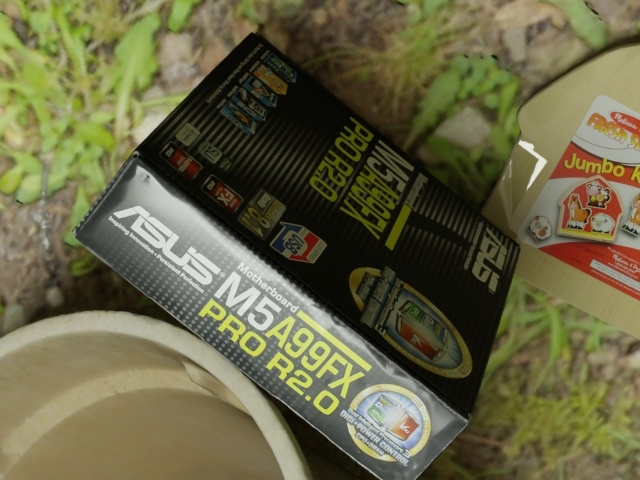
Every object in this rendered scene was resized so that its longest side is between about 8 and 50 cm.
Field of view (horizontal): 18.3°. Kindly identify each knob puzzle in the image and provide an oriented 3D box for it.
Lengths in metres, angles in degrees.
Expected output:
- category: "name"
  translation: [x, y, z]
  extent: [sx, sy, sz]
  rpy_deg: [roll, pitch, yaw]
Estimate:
- category: "knob puzzle"
  translation: [0.208, -0.043, 1.234]
  extent: [0.213, 0.030, 0.213]
  rpy_deg: [0, 107, 0]

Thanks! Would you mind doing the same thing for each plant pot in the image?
- category: "plant pot"
  translation: [-0.057, 0.235, 1.146]
  extent: [0.334, 0.334, 0.305]
  rpy_deg: [-48, 145, 12]

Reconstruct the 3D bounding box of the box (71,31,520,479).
- category: "box"
  translation: [0.000, 0.000, 1.104]
  extent: [0.216, 0.270, 0.060]
  rpy_deg: [38, 112, -3]
